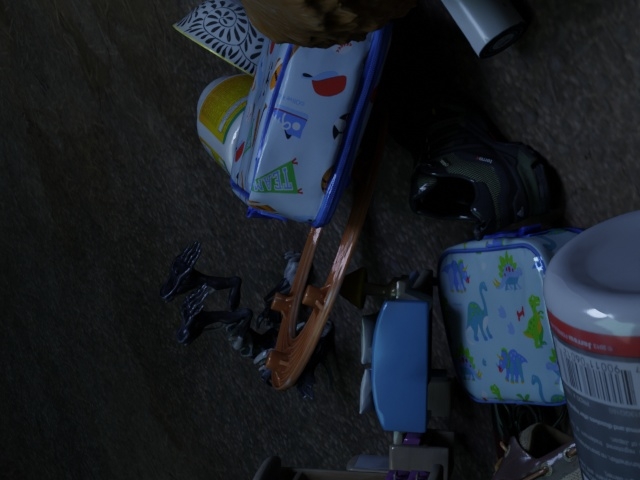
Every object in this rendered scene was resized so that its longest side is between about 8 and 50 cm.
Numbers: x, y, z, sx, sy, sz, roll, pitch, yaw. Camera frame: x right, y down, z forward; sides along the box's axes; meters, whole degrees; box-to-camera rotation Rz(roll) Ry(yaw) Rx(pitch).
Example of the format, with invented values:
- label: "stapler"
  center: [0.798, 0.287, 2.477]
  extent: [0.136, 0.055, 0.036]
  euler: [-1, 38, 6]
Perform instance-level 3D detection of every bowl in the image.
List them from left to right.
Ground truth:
- label: "bowl"
  center: [-0.077, -0.237, 1.903]
  extent: [0.170, 0.080, 0.170]
  euler: [31, -174, -4]

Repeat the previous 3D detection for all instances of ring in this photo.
- label: "ring"
  center: [0.000, 0.000, 1.795]
  extent: [0.032, 0.336, 0.336]
  euler: [19, 151, -7]

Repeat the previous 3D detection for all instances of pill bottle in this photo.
- label: "pill bottle"
  center: [-0.080, -0.132, 1.969]
  extent: [0.208, 0.118, 0.117]
  euler: [-136, 29, -65]
- label: "pill bottle"
  center: [0.320, 0.168, 1.401]
  extent: [0.210, 0.210, 0.363]
  euler: [21, 132, 55]

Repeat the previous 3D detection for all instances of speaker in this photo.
- label: "speaker"
  center: [0.135, -0.240, 1.559]
  extent: [0.136, 0.055, 0.055]
  euler: [57, 154, 13]

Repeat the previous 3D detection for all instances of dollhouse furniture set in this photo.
- label: "dollhouse furniture set"
  center: [0.038, 0.151, 1.837]
  extent: [0.286, 0.198, 0.303]
  euler: [-49, -39, -74]

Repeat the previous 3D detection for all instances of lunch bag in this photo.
- label: "lunch bag"
  center: [-0.017, -0.130, 1.706]
  extent: [0.303, 0.115, 0.243]
  euler: [-137, 62, -82]
- label: "lunch bag"
  center: [0.206, 0.072, 1.651]
  extent: [0.219, 0.090, 0.176]
  euler: [-9, 96, 64]

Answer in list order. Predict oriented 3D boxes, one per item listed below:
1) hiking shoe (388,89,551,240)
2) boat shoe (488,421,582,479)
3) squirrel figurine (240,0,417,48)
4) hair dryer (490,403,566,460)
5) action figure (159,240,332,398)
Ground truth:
- label: "hiking shoe"
  center: [0.123, -0.079, 1.659]
  extent: [0.227, 0.114, 0.086]
  euler: [36, 142, 45]
- label: "boat shoe"
  center: [0.237, 0.245, 1.681]
  extent: [0.342, 0.123, 0.123]
  euler: [-34, 59, 47]
- label: "squirrel figurine"
  center: [0.004, -0.382, 1.399]
  extent: [0.397, 0.370, 0.281]
  euler: [40, 157, -20]
- label: "hair dryer"
  center: [0.234, 0.280, 1.839]
  extent: [0.223, 0.080, 0.293]
  euler: [59, 140, 18]
- label: "action figure"
  center: [-0.062, 0.104, 2.125]
  extent: [0.141, 0.276, 0.164]
  euler: [-43, 42, 27]
